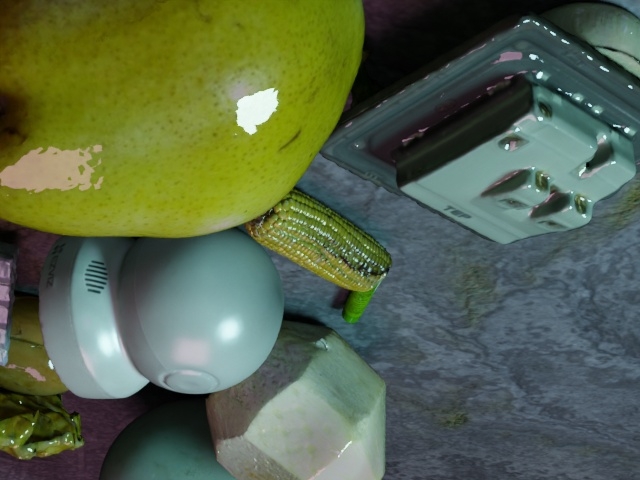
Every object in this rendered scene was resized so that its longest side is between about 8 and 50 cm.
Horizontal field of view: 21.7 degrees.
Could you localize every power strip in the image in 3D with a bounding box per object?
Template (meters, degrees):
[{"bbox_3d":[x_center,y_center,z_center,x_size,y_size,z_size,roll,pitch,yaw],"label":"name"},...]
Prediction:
[{"bbox_3d":[0.165,-0.072,1.463,0.257,0.092,0.251,25,147,-36],"label":"power strip"}]

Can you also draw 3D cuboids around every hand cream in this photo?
[{"bbox_3d":[0.048,0.060,1.904,0.036,0.023,0.122,0,153,-14],"label":"hand cream"}]

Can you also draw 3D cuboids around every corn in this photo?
[{"bbox_3d":[0.000,0.000,1.752,0.072,0.072,0.203,-18,147,35],"label":"corn"}]

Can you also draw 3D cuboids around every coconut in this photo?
[{"bbox_3d":[-0.012,0.212,1.983,0.237,0.237,0.197,29,109,-39],"label":"coconut"}]

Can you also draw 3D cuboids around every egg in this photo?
[{"bbox_3d":[-0.120,0.352,2.206,0.276,0.276,0.389,-19,146,36],"label":"egg"}]

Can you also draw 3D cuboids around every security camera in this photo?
[{"bbox_3d":[-0.156,0.067,1.771,0.236,0.195,0.194,-9,150,18],"label":"security camera"}]

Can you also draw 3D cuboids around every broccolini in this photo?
[{"bbox_3d":[0.046,-0.145,1.499,0.058,0.067,0.216,-8,141,14],"label":"broccolini"}]

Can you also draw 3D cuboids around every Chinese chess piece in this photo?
[{"bbox_3d":[0.229,-0.156,1.449,0.122,0.051,0.122,4,154,2],"label":"Chinese chess piece"}]

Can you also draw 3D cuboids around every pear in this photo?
[{"bbox_3d":[-0.122,-0.130,1.253,0.285,0.336,0.285,20,141,17],"label":"pear"}]

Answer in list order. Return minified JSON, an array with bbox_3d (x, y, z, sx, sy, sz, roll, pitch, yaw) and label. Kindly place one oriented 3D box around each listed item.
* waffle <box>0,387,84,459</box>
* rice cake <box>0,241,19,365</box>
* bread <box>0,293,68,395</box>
[{"bbox_3d":[-0.435,0.184,1.998,0.325,0.068,0.302,20,-175,-27],"label":"waffle"},{"bbox_3d":[-0.439,0.054,1.861,0.198,0.037,0.189,7,127,-5],"label":"rice cake"},{"bbox_3d":[-0.354,0.122,1.970,0.189,0.114,0.077,14,-178,-13],"label":"bread"}]
